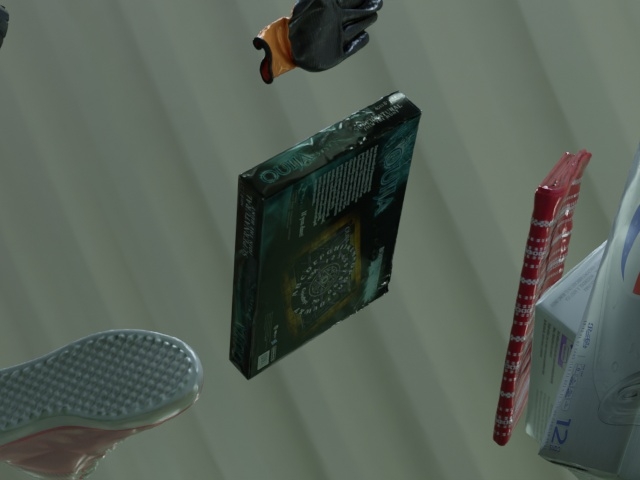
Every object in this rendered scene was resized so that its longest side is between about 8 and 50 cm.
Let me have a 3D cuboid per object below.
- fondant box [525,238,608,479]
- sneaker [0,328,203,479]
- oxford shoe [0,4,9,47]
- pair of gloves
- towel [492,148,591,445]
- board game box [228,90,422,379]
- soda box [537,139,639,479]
[{"bbox_3d":[0.315,0.181,1.195,0.330,0.096,0.238,43,-19,26],"label":"fondant box"},{"bbox_3d":[-0.112,0.085,0.752,0.134,0.070,0.051,-14,-122,15],"label":"sneaker"},{"bbox_3d":[-0.281,-0.132,0.875,0.227,0.096,0.083,-4,-118,45],"label":"oxford shoe"},{"bbox_3d":[-0.004,-0.106,0.573,0.010,0.074,0.083,5,-62,40],"label":"pair of gloves"},{"bbox_3d":[0.227,0.052,1.539,0.031,0.199,0.275,13,-72,15],"label":"towel"},{"bbox_3d":[0.000,0.000,0.959,0.026,0.126,0.186,45,-31,27],"label":"board game box"},{"bbox_3d":[0.231,0.014,0.890,0.091,0.098,0.286,0,-112,68],"label":"soda box"}]
